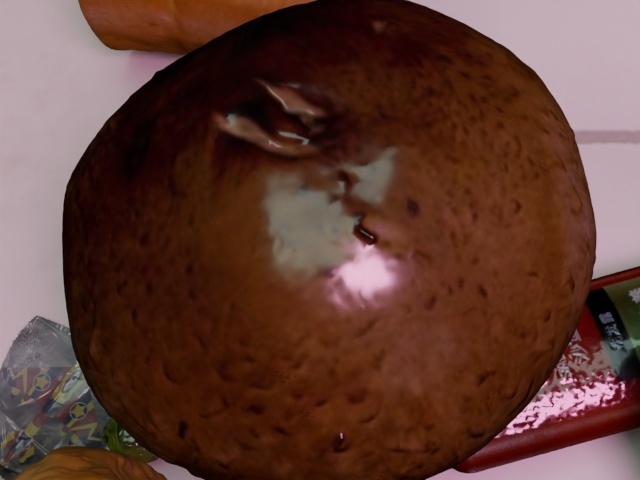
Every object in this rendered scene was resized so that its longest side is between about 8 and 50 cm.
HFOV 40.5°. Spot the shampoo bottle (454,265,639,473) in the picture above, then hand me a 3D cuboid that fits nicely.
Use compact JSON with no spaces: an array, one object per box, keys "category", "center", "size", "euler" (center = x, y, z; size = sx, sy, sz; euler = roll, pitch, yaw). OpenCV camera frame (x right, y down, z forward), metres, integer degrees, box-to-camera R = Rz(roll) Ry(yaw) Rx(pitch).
[{"category":"shampoo bottle","center":[0.169,0.095,0.642],"size":[0.314,0.076,0.118],"euler":[-15,62,0]}]

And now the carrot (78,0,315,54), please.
[{"category":"carrot","center":[-0.084,-0.261,0.821],"size":[0.254,0.196,0.196],"euler":[10,63,9]}]

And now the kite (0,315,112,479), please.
[{"category":"kite","center":[-0.256,0.176,0.697],"size":[0.141,0.015,0.245],"euler":[30,66,24]}]

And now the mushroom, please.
[{"category":"mushroom","center":[-0.016,0.008,0.600],"size":[0.331,0.356,0.334],"euler":[-28,83,-23]}]

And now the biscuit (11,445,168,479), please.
[{"category":"biscuit","center":[-0.060,0.187,0.424],"size":[0.091,0.213,0.274],"euler":[-50,42,-8]}]

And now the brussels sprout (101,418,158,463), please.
[{"category":"brussels sprout","center":[-0.128,0.141,0.679],"size":[0.083,0.046,0.051],"euler":[-37,69,-13]}]
